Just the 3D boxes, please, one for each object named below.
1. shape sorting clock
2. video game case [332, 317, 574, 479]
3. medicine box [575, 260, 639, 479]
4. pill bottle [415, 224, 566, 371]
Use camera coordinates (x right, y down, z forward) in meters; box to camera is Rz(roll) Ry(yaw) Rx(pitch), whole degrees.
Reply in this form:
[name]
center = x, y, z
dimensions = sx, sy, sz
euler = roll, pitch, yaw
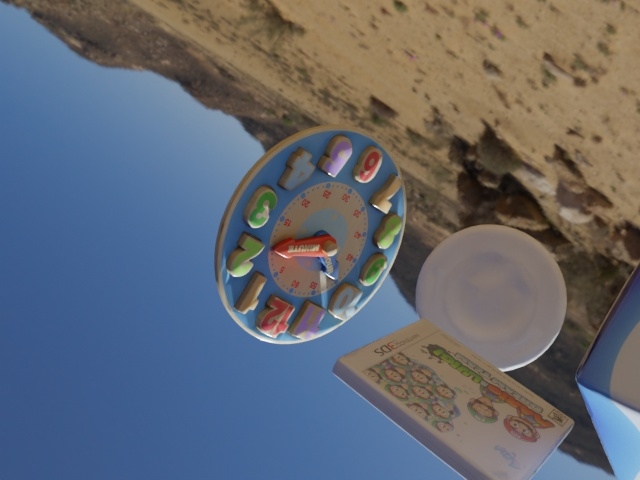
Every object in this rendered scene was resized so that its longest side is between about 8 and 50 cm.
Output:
[shape sorting clock]
center = 0.000, 0.000, 0.595
dimensions = 0.206, 0.206, 0.040
euler = 28, -174, -44
[video game case]
center = 0.109, 0.125, 0.533
dimensions = 0.157, 0.019, 0.143
euler = 34, -154, 28
[medicine box]
center = 0.349, 0.147, 0.429
dimensions = 0.289, 0.149, 0.263
euler = 23, 159, 42
[pill bottle]
center = 0.231, 0.075, 0.931
dimensions = 0.176, 0.176, 0.318
euler = 37, -174, 12
